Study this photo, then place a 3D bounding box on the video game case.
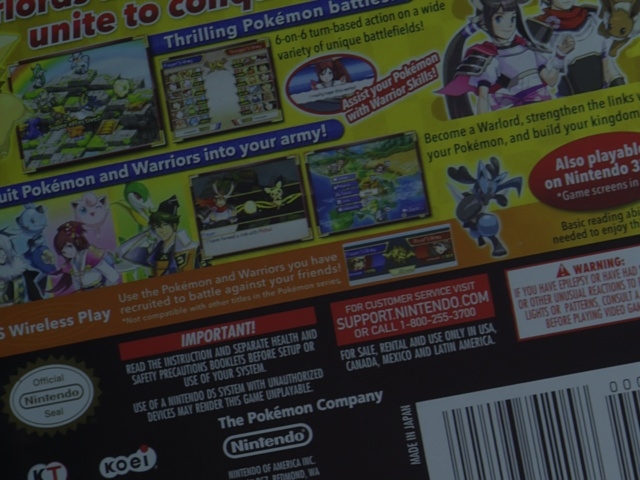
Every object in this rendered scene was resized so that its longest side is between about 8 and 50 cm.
[{"bbox_3d":[0.000,0.000,0.702,0.274,0.035,0.248,-11,84,8],"label":"video game case"}]
